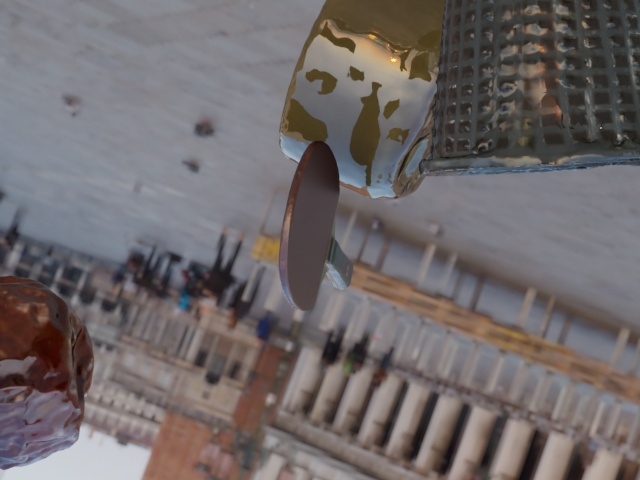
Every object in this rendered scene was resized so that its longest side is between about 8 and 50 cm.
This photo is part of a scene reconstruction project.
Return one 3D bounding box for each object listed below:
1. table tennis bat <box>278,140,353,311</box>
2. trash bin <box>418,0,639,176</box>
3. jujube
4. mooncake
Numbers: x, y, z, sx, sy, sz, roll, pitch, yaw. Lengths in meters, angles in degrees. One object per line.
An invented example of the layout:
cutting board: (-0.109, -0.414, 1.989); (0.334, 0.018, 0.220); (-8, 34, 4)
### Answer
table tennis bat: (0.000, 0.000, 1.224); (0.021, 0.154, 0.274); (10, 166, 13)
trash bin: (0.148, -0.123, 0.812); (0.175, 0.161, 0.175); (-2, -177, 0)
jujube: (-0.411, 0.124, 1.330); (0.342, 0.216, 0.216); (8, 176, -9)
mooncake: (0.083, -0.178, 1.326); (0.155, 0.284, 0.284); (31, 176, 10)
